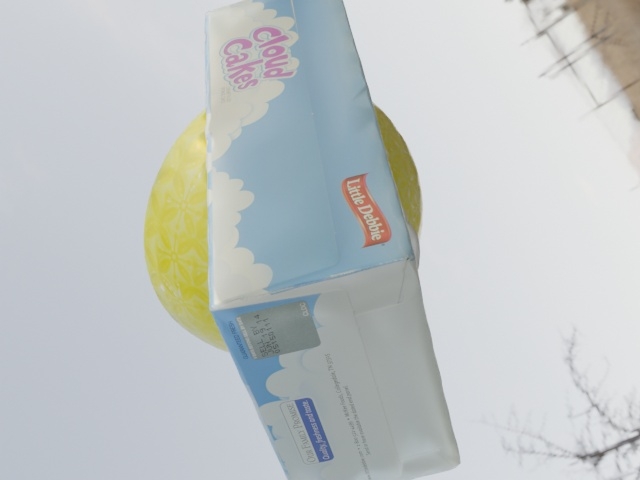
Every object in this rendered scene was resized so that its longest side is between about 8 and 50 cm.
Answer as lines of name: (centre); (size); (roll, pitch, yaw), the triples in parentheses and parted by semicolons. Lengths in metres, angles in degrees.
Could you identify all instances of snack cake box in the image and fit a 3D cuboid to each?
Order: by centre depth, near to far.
snack cake box: (-0.002, -0.014, 0.491); (0.264, 0.089, 0.152); (-99, -7, -49)

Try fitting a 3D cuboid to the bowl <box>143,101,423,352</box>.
bowl: (0.000, 0.000, 0.820); (0.289, 0.289, 0.156); (31, -179, -42)
